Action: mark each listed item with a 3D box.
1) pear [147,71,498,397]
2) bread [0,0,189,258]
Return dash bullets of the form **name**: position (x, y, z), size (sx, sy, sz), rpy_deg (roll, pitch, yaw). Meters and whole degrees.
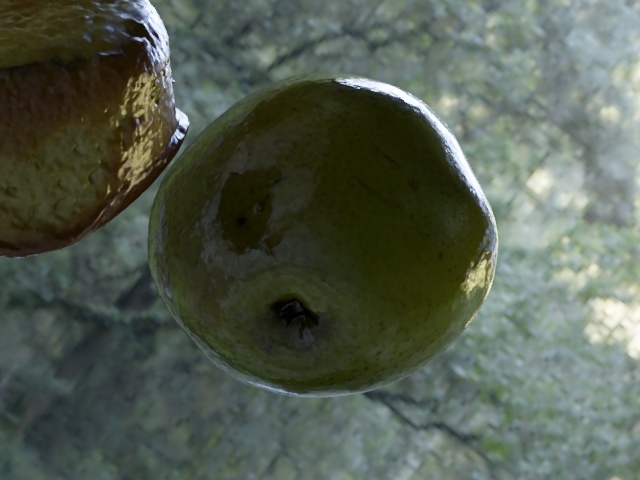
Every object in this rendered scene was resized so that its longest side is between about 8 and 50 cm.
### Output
- **pear**: position (0.000, 0.000, 1.278), size (0.294, 0.294, 0.294), rpy_deg (37, 4, -3)
- **bread**: position (-0.223, -0.101, 1.075), size (0.268, 0.146, 0.268), rpy_deg (3, 31, -2)
